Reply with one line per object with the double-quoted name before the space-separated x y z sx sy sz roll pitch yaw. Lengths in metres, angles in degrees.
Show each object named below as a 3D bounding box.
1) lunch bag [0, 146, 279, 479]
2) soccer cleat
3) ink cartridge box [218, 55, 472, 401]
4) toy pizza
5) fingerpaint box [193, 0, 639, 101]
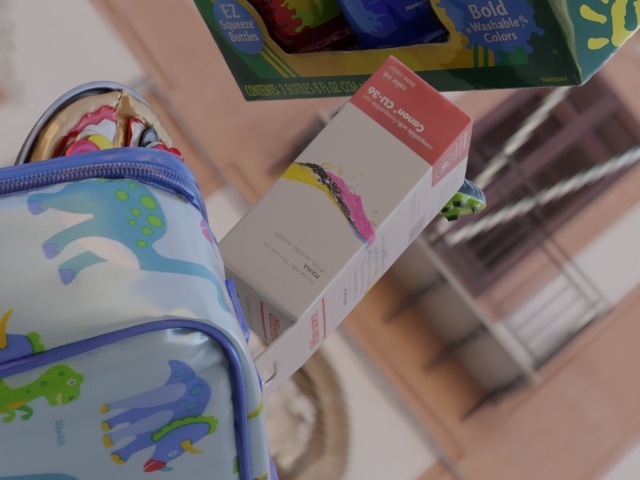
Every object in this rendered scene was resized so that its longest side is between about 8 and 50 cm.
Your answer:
"lunch bag" -0.102 0.070 0.632 0.219 0.176 0.090 86 -13 -55
"soccer cleat" 0.080 -0.067 1.711 0.179 0.072 0.060 19 -26 -39
"ink cartridge box" 0.000 0.000 1.136 0.067 0.198 0.115 39 -13 12
"toy pizza" -0.139 -0.005 1.294 0.032 0.201 0.201 4 -50 29
"fingerpaint box" 0.036 -0.319 1.726 0.445 0.163 0.371 3 -52 48
